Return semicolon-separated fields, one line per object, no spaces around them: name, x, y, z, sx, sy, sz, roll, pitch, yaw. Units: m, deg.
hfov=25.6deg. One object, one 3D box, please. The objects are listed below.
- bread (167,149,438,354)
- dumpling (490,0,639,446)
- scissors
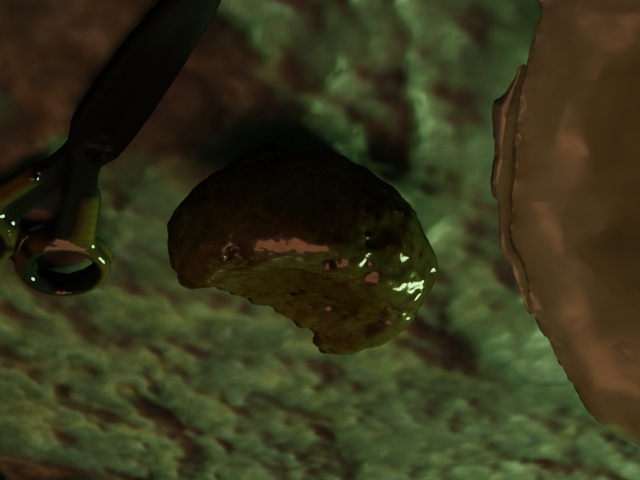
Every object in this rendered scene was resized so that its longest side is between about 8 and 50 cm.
bread;0.000;0.000;0.572;0.082;0.060;0.113;-24;139;34
dumpling;0.206;-0.012;0.401;0.315;0.233;0.395;-1;131;11
scissors;-0.093;-0.038;0.564;0.088;0.017;0.220;21;141;-23
